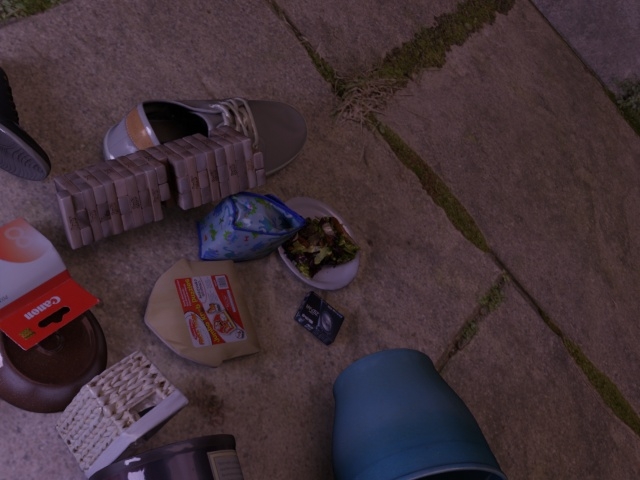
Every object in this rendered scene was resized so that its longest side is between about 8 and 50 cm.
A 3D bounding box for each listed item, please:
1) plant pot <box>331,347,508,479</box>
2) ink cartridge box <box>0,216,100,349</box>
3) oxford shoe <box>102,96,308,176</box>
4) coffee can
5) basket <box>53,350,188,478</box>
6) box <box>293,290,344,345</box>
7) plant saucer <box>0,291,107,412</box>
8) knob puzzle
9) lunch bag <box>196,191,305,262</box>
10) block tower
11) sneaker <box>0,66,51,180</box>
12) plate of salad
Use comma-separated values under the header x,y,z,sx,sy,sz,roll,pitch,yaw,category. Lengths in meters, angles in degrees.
x,y,z,sx,sy,sz,roll,pitch,yaw,category
0.136,0.327,1.428,0.272,0.271,0.255,14,42,-32,plant pot
-0.428,0.057,1.248,0.179,0.045,0.145,35,42,16,ink cartridge box
-0.177,-0.194,1.588,0.450,0.130,0.169,-13,71,-44,oxford shoe
-0.174,0.419,1.150,0.202,0.201,0.275,-3,66,-40,coffee can
-0.280,0.241,1.206,0.103,0.167,0.113,51,44,6,basket
-0.002,0.142,1.592,0.083,0.018,0.067,41,45,-12,box
-0.396,0.149,1.261,0.199,0.036,0.198,20,53,-29,plant saucer
-0.205,0.122,1.434,0.213,0.030,0.213,20,53,-29,knob puzzle
-0.120,-0.018,1.520,0.151,0.129,0.096,11,59,-33,lunch bag
-0.259,-0.094,1.398,0.336,0.097,0.090,-22,122,-27,block tower
-0.494,-0.197,1.366,0.222,0.083,0.118,40,45,-10,sneaker
0.000,0.000,1.662,0.200,0.048,0.199,20,54,-29,plate of salad
